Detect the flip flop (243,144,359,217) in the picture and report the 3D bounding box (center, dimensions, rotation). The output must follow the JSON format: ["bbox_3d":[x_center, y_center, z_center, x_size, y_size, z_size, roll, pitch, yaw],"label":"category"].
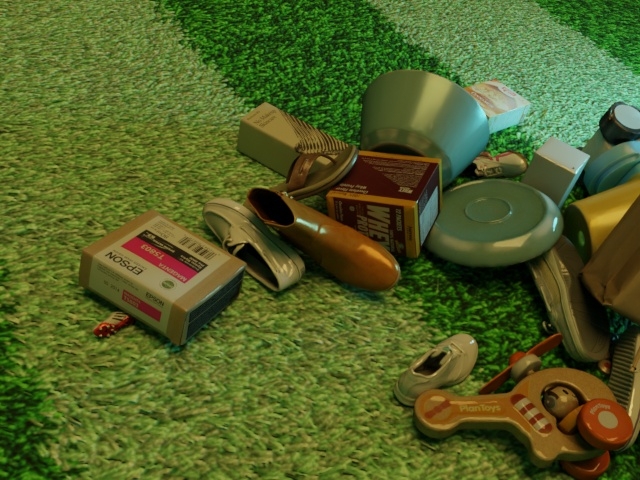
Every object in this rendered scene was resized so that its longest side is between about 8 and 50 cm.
[{"bbox_3d":[-0.046,-0.137,1.520,0.277,0.080,0.112,-24,19,6],"label":"flip flop"}]

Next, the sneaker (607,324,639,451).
[{"bbox_3d":[0.617,0.296,1.321,0.161,0.102,0.282,35,53,1],"label":"sneaker"}]

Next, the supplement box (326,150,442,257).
[{"bbox_3d":[0.141,-0.082,1.526,0.191,0.129,0.194,9,39,22],"label":"supplement box"}]

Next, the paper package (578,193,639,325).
[{"bbox_3d":[0.738,0.050,1.390,0.325,0.309,0.168,28,16,-12],"label":"paper package"}]

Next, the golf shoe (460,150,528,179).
[{"bbox_3d":[0.424,-0.175,1.751,0.086,0.067,0.186,-40,26,-25],"label":"golf shoe"}]

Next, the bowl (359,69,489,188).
[{"bbox_3d":[0.216,-0.222,1.646,0.312,0.311,0.163,21,62,7],"label":"bowl"}]

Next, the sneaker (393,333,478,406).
[{"bbox_3d":[0.225,0.217,1.295,0.080,0.094,0.212,39,47,26],"label":"sneaker"}]

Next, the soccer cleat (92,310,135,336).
[{"bbox_3d":[-0.366,0.144,1.259,0.083,0.029,0.036,-24,46,-39],"label":"soccer cleat"}]

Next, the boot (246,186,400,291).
[{"bbox_3d":[0.000,-0.001,1.382,0.295,0.104,0.211,30,0,28],"label":"boot"}]

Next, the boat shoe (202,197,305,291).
[{"bbox_3d":[-0.150,0.006,1.415,0.258,0.095,0.084,33,41,21],"label":"boat shoe"}]

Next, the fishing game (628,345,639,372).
[{"bbox_3d":[0.645,0.283,1.277,0.264,0.041,0.189,53,53,-10],"label":"fishing game"}]

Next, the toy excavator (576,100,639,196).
[{"bbox_3d":[0.889,-0.098,1.769,0.433,0.222,0.445,-1,58,-17],"label":"toy excavator"}]

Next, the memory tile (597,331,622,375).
[{"bbox_3d":[0.619,0.231,1.451,0.148,0.012,0.113,7,43,-8],"label":"memory tile"}]

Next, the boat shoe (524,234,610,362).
[{"bbox_3d":[0.503,0.122,1.486,0.118,0.103,0.320,17,44,-27],"label":"boat shoe"}]

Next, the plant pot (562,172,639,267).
[{"bbox_3d":[0.681,-0.019,1.582,0.239,0.254,0.254,-9,45,-3],"label":"plant pot"}]

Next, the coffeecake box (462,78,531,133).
[{"bbox_3d":[0.475,-0.378,2.019,0.186,0.068,0.142,-22,53,-34],"label":"coffeecake box"}]

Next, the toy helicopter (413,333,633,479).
[{"bbox_3d":[0.334,0.279,1.238,0.355,0.140,0.235,0,47,-4],"label":"toy helicopter"}]

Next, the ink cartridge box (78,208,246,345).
[{"bbox_3d":[-0.285,0.060,1.309,0.235,0.088,0.193,28,35,14],"label":"ink cartridge box"}]

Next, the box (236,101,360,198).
[{"bbox_3d":[-0.053,-0.211,1.673,0.275,0.094,0.113,29,45,14],"label":"box"}]

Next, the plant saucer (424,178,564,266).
[{"bbox_3d":[0.370,-0.054,1.579,0.318,0.043,0.317,-8,35,5],"label":"plant saucer"}]

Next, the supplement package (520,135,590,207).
[{"bbox_3d":[0.539,-0.135,1.695,0.105,0.179,0.105,34,46,19],"label":"supplement package"}]
